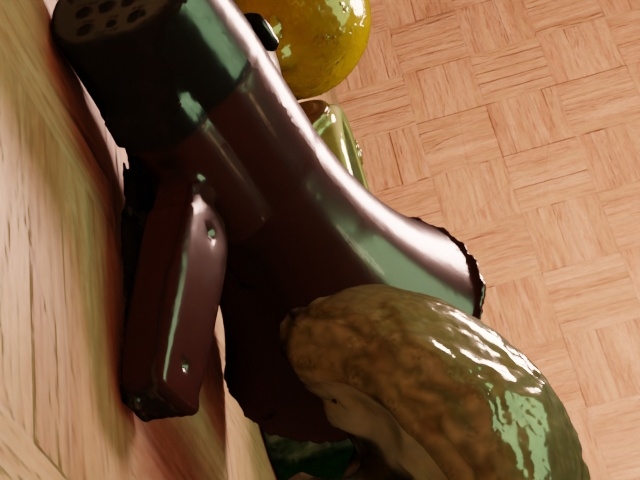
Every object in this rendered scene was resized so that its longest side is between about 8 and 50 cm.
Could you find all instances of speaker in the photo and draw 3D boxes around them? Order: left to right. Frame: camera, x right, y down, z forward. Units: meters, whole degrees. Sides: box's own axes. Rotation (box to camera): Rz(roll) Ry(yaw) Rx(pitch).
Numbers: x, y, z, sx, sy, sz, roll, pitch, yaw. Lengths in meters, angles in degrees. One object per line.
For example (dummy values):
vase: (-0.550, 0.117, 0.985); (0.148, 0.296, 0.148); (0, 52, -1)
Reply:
speaker: (-0.062, 0.004, 0.796); (0.329, 0.198, 0.259); (48, 63, -45)

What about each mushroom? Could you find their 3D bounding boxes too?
mushroom: (0.064, 0.167, 0.714); (0.190, 0.164, 0.267); (9, 94, -59)

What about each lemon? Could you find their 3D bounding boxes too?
lemon: (-0.033, -0.230, 1.370); (0.206, 0.174, 0.173); (-73, 148, -63)

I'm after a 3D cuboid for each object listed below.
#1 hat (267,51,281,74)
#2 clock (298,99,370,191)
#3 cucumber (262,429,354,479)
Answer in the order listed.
hat: (-0.080, -0.138, 1.050); (0.175, 0.085, 0.147); (61, 15, -74)
clock: (0.000, 0.000, 1.334); (0.348, 0.117, 0.286); (13, 62, -83)
cucumber: (0.020, 0.137, 1.103); (0.191, 0.130, 0.191); (-12, 90, -88)
